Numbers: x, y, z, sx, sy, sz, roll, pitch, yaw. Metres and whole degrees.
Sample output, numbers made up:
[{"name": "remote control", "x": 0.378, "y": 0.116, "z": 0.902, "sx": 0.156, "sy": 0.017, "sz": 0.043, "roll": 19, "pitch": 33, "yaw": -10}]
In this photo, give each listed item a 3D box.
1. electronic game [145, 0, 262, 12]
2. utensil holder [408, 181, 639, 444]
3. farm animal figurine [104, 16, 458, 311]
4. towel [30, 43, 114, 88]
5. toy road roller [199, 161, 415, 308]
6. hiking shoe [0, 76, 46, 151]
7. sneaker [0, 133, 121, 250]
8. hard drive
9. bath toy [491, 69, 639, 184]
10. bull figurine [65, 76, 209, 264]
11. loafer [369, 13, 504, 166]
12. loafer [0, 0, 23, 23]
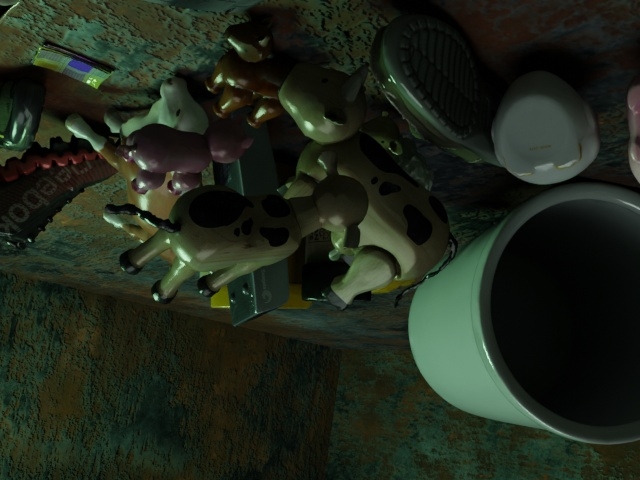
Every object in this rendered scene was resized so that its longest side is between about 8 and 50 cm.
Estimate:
[{"name": "electronic game", "x": -0.137, "y": -0.197, "z": 0.488, "sx": 0.229, "sy": 0.048, "sz": 0.229, "roll": 14, "pitch": -158, "yaw": -6}, {"name": "utensil holder", "x": 0.321, "y": 0.119, "z": 1.109, "sx": 0.327, "sy": 0.328, "sz": 0.385, "roll": 11, "pitch": 168, "yaw": -7}, {"name": "farm animal figurine", "x": 0.001, "y": -0.059, "z": 0.673, "sx": 0.326, "sy": 0.330, "sz": 0.172, "roll": 35, "pitch": 130, "yaw": -26}, {"name": "towel", "x": -0.285, "y": -0.198, "z": 0.850, "sx": 0.083, "sy": 0.009, "sz": 0.060, "roll": 18, "pitch": 163, "yaw": -32}, {"name": "toy road roller", "x": 0.000, "y": 0.000, "z": 1.097, "sx": 0.329, "sy": 0.203, "sz": 0.240, "roll": -4, "pitch": 172, "yaw": 40}, {"name": "hiking shoe", "x": -0.426, "y": -0.161, "z": 0.926, "sx": 0.114, "sy": 0.086, "sz": 0.226, "roll": 17, "pitch": 165, "yaw": -41}, {"name": "sneaker", "x": -0.392, "y": -0.064, "z": 1.023, "sx": 0.276, "sy": 0.135, "sz": 0.097, "roll": -20, "pitch": -162, "yaw": -20}, {"name": "hard drive", "x": -0.092, "y": -0.028, "z": 0.936, "sx": 0.054, "sy": 0.255, "sz": 0.172, "roll": -5, "pitch": 170, "yaw": -18}, {"name": "bath toy", "x": 0.332, "y": -0.098, "z": 0.658, "sx": 0.348, "sy": 0.151, "sz": 0.129, "roll": 2, "pitch": -160, "yaw": 28}, {"name": "bull figurine", "x": -0.212, "y": -0.083, "z": 0.949, "sx": 0.188, "sy": 0.101, "sz": 0.310, "roll": 30, "pitch": 145, "yaw": 22}, {"name": "loafer", "x": 0.109, "y": -0.128, "z": 0.711, "sx": 0.087, "sy": 0.094, "sz": 0.251, "roll": 3, "pitch": 165, "yaw": 35}, {"name": "loafer", "x": -0.291, "y": -0.226, "z": 0.682, "sx": 0.045, "sy": 0.039, "sz": 0.125, "roll": 20, "pitch": 163, "yaw": -32}]
